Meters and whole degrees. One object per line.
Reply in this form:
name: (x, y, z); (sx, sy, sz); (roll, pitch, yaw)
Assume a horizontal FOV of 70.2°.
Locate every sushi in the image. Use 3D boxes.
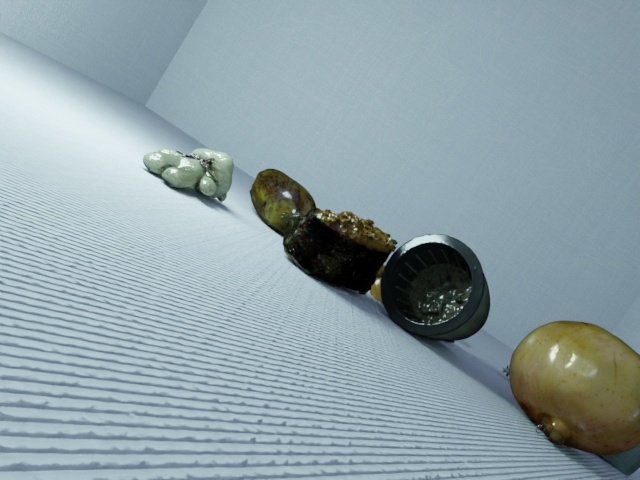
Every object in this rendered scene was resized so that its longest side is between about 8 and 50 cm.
sushi: (0.046, 0.007, 1.277); (0.234, 0.208, 0.348); (43, 14, 34)

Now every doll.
doll: (-0.335, -0.192, 1.221); (0.175, 0.149, 0.278); (66, 22, 2)

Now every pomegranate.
pomegranate: (0.639, 0.374, 1.133); (0.338, 0.338, 0.338); (33, 5, -3)

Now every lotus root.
lotus root: (-0.130, -0.139, 1.603); (0.195, 0.179, 0.397); (13, 22, -28)

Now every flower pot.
flower pot: (0.374, 0.174, 1.396); (0.293, 0.294, 0.330); (37, -1, 35)

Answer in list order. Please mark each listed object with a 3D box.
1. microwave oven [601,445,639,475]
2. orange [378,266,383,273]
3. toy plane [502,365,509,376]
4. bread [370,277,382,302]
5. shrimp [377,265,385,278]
microwave oven: (0.868, 0.518, 1.419); (0.237, 0.181, 0.295); (37, 14, -4)
orange: (0.220, 0.093, 2.030); (0.135, 0.118, 0.135); (28, 1, 0)
toy plane: (0.739, 0.496, 1.662); (0.159, 0.082, 0.234); (26, 15, 14)
bread: (0.196, 0.176, 1.521); (0.062, 0.103, 0.049); (-10, -24, 17)
shrimp: (0.331, 0.174, 2.210); (0.317, 0.077, 0.168); (32, 2, 22)
